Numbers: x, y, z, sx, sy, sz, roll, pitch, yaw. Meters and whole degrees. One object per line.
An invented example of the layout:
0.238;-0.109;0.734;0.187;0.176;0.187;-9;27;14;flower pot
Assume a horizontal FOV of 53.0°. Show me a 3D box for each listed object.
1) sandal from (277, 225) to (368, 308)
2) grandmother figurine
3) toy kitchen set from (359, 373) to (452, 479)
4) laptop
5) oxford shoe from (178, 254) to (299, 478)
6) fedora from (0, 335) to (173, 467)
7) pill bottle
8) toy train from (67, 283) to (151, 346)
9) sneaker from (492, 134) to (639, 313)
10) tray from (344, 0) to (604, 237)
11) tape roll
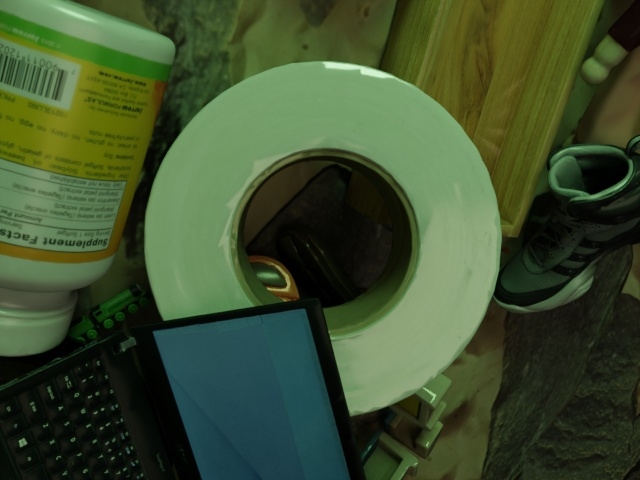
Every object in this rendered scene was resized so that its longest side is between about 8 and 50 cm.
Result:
0.026;0.062;0.694;0.060;0.090;0.219;-48;122;-30;sandal
0.363;-0.218;0.657;0.208;0.104;0.342;-37;152;-23;grandmother figurine
0.044;0.242;0.749;0.207;0.122;0.166;-47;151;-30;toy kitchen set
-0.111;0.191;0.457;0.264;0.136;0.234;-25;108;-38;laptop
-0.089;0.192;0.666;0.130;0.133;0.363;9;92;-4;oxford shoe
-0.266;0.242;0.546;0.334;0.152;0.334;-13;120;-23;fedora
-0.204;-0.048;0.462;0.136;0.136;0.245;12;106;-33;pill bottle
-0.197;0.068;0.595;0.083;0.017;0.023;-33;115;-12;toy train
0.282;-0.020;0.741;0.153;0.101;0.268;29;126;-34;sneaker
0.174;-0.212;0.644;0.203;0.076;0.411;4;111;-32;tray
0.000;0.000;0.546;0.286;0.100;0.286;0;95;-4;tape roll
